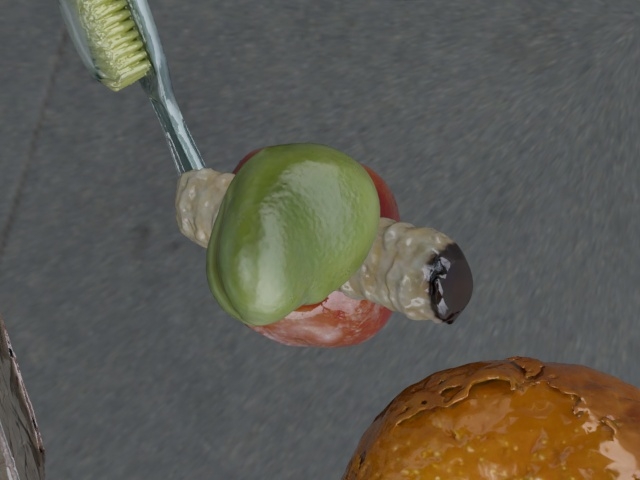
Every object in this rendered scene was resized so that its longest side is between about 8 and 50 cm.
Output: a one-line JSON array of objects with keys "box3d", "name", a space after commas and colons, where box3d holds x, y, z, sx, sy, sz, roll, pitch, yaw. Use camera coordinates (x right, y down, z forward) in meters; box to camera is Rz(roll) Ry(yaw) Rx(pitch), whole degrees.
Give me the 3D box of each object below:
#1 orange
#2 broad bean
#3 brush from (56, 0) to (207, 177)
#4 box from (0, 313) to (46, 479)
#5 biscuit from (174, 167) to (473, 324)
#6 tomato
[{"box3d": [0.098, 0.150, 0.759, 0.193, 0.161, 0.193, -4, 74, 15], "name": "orange"}, {"box3d": [-0.012, -0.004, 0.642, 0.063, 0.045, 0.083, 48, 65, -9], "name": "broad bean"}, {"box3d": [-0.142, -0.119, 1.219, 0.060, 0.068, 0.297, -29, 110, -22], "name": "brush"}, {"box3d": [-0.355, 0.168, 1.416, 0.190, 0.297, 0.225, -16, 107, -5], "name": "box"}, {"box3d": [0.000, 0.000, 1.024, 0.219, 0.055, 0.061, 15, 132, 36], "name": "biscuit"}, {"box3d": [0.012, 0.007, 1.652, 0.139, 0.233, 0.200, -7, 71, 48], "name": "tomato"}]
